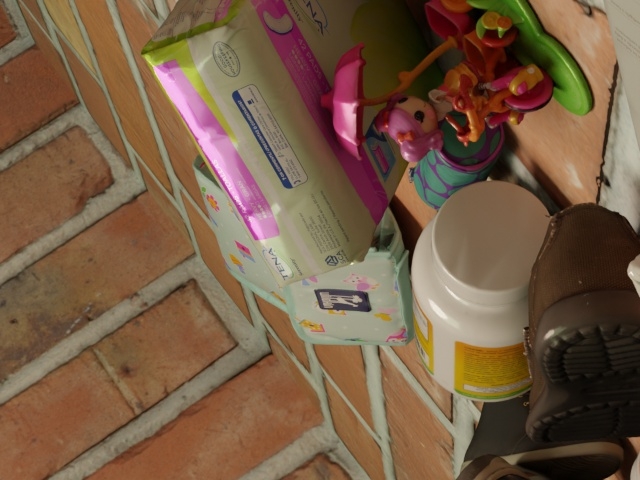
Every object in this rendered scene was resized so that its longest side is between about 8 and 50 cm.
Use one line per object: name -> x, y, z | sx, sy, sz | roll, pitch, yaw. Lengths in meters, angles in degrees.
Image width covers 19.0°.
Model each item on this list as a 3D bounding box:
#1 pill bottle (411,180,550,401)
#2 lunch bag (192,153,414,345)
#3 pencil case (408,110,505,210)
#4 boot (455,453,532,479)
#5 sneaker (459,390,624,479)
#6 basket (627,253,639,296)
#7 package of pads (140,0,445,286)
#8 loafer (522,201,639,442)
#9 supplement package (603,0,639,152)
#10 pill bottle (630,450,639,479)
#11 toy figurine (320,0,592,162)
pill bottle -> 0.148, 0.042, 1.663 | 0.136, 0.136, 0.245 | 52, 169, 20
lunch bag -> 0.000, 0.000, 2.171 | 0.262, 0.160, 0.223 | 37, 159, 27
pencil case -> 0.117, -0.072, 1.645 | 0.151, 0.065, 0.070 | 107, 156, -76
boot -> 0.311, 0.353, 1.858 | 0.284, 0.138, 0.377 | 25, 168, 45
sneaker -> 0.224, 0.182, 1.936 | 0.083, 0.118, 0.222 | 23, 158, -30
basket -> 0.284, 0.049, 1.155 | 0.113, 0.103, 0.167 | 60, 170, -24
package of pads -> -0.015, -0.139, 1.521 | 0.229, 0.101, 0.296 | 60, -151, -21
loafer -> 0.228, 0.071, 1.513 | 0.366, 0.134, 0.130 | 79, -172, -69
supplement package -> 0.222, -0.094, 0.976 | 0.105, 0.105, 0.179 | 45, 165, 42
pill bottle -> 0.297, 0.175, 1.482 | 0.086, 0.086, 0.152 | 54, 160, 7
toy figurine -> 0.085, -0.110, 1.405 | 0.173, 0.159, 0.130 | 48, 168, 31
